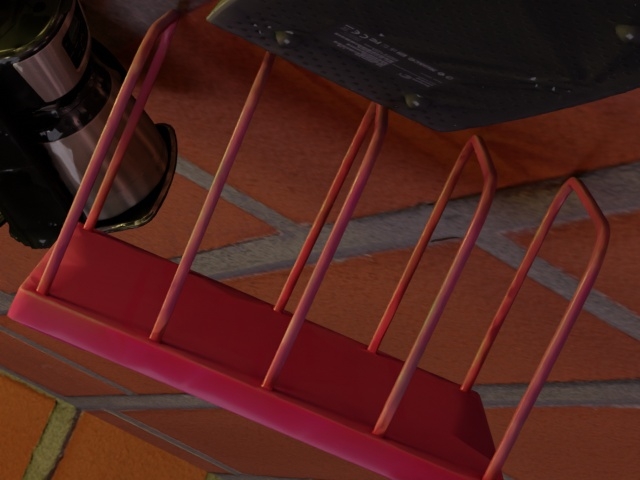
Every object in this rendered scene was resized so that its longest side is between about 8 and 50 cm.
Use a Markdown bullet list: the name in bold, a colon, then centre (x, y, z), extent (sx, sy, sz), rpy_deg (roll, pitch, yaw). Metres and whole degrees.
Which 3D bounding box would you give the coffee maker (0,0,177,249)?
- **coffee maker**: centre (-0.205, -0.081, 1.162), extent (0.178, 0.171, 0.120), rpy_deg (59, -173, -45)

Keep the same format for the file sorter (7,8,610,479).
- **file sorter**: centre (0.000, 0.000, 1.038), extent (0.291, 0.182, 0.202), rpy_deg (23, -169, -4)

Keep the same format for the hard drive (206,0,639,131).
- **hard drive**: centre (0.067, -0.118, 0.851), extent (0.172, 0.054, 0.255), rpy_deg (23, 165, -23)
